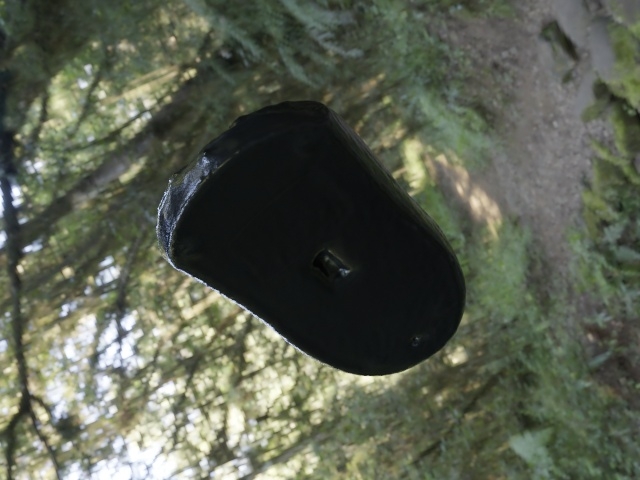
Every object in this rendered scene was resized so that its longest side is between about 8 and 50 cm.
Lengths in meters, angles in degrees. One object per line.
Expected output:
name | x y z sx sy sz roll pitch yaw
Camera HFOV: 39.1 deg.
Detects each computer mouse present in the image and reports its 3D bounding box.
computer mouse | 0.000 0.000 0.617 0.270 0.137 0.086 40 -169 -43
